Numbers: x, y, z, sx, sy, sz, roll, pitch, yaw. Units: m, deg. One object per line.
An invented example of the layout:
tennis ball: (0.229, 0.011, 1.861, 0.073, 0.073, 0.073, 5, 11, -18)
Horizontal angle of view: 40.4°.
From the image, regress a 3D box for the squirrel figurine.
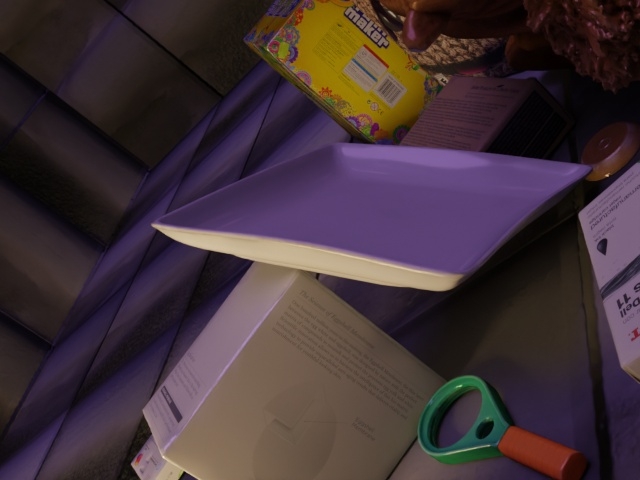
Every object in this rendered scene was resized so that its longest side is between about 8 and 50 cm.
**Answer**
squirrel figurine: (0.241, -0.315, 0.963, 0.397, 0.370, 0.281, 24, 115, 46)

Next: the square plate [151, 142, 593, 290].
square plate: (0.065, -0.034, 0.914, 0.347, 0.049, 0.344, 9, 24, 32)

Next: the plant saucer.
plant saucer: (0.318, -0.103, 0.961, 0.083, 0.015, 0.083, -44, 21, 21)

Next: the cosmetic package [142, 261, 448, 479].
cosmetic package: (-0.026, 0.168, 0.927, 0.225, 0.224, 0.138, -52, 21, -5)

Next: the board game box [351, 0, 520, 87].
board game box: (0.196, -0.388, 1.325, 0.141, 0.291, 0.232, -57, 20, -16)

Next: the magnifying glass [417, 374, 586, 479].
magnifying glass: (0.160, 0.178, 0.800, 0.092, 0.026, 0.231, -55, 20, -11)

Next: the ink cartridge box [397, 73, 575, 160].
ink cartridge box: (0.194, -0.118, 1.152, 0.193, 0.088, 0.234, -51, 20, -1)

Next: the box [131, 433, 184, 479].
box: (-0.226, 0.310, 1.405, 0.186, 0.038, 0.145, -55, 19, -12)

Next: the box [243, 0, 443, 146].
box: (0.040, -0.321, 1.554, 0.177, 0.290, 0.279, -50, 20, 3)

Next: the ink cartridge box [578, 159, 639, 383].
ink cartridge box: (0.298, 0.011, 0.678, 0.153, 0.087, 0.208, -47, 20, 30)
